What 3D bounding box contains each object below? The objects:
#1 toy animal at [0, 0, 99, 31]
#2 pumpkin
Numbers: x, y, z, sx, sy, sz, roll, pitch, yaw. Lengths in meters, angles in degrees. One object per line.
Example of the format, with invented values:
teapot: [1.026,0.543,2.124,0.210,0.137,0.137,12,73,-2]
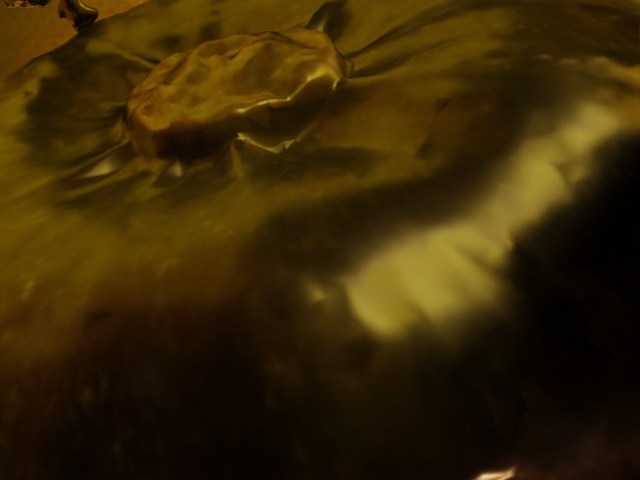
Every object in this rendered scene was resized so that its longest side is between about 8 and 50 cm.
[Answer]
toy animal: [-0.145,-0.142,0.574,0.220,0.069,0.086,155,101,-79]
pumpkin: [0.000,0.074,0.543,0.454,0.454,0.344,27,141,42]
